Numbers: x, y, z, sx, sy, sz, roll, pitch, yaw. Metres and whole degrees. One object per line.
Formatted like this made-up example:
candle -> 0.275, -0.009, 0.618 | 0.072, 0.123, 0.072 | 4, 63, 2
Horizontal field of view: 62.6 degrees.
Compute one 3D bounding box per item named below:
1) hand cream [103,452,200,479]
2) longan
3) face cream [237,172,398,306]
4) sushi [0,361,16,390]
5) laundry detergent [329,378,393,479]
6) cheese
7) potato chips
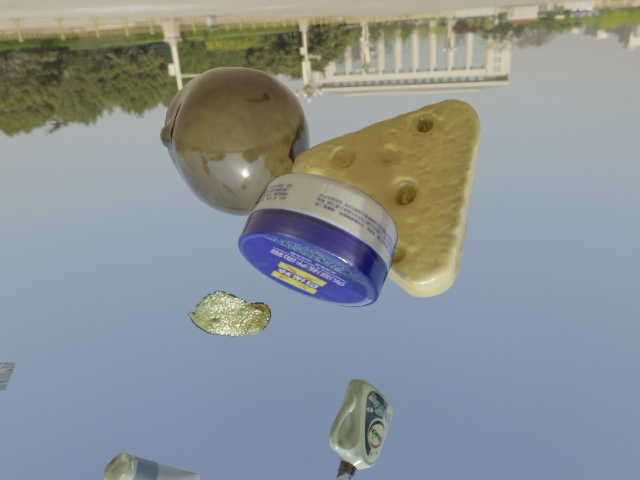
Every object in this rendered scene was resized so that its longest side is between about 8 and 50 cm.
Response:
hand cream -> -0.311, 0.455, 0.997 | 0.079, 0.255, 0.048 | -41, -125, -10
longan -> -0.188, -0.223, 1.178 | 0.361, 0.361, 0.361 | -4, -158, 1
face cream -> 0.000, 0.000, 0.724 | 0.206, 0.206, 0.111 | 9, -118, 31
sushi -> -0.425, 0.169, 0.546 | 0.193, 0.040, 0.210 | 0, 176, -30
laundry detergent -> 0.108, 0.589, 1.602 | 0.105, 0.215, 0.280 | -5, -137, 43
cheese -> 0.114, -0.098, 1.021 | 0.384, 0.104, 0.384 | -6, -115, 12
potato chips -> -0.237, 0.189, 1.365 | 0.209, 0.142, 0.026 | -15, -164, 2
